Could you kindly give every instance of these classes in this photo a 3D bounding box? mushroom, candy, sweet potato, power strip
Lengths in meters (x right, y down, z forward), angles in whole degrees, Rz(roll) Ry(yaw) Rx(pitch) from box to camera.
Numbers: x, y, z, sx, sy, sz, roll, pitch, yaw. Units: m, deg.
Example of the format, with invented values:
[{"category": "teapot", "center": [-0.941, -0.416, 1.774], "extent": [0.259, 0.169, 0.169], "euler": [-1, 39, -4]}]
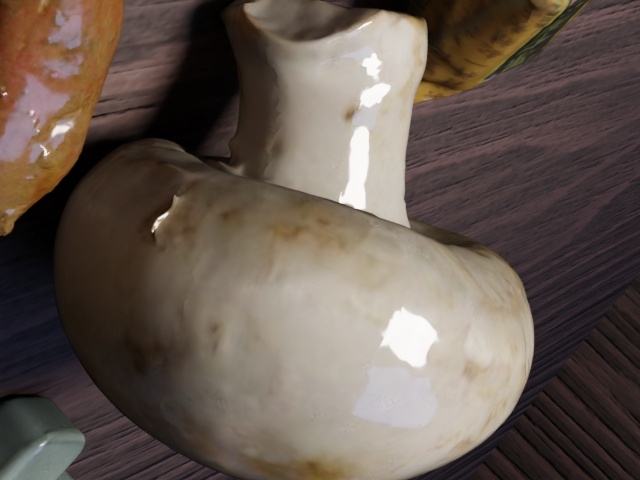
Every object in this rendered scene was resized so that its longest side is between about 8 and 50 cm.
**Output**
[{"category": "mushroom", "center": [0.000, 0.000, 0.873], "extent": [0.297, 0.297, 0.290], "euler": [4, 106, -66]}, {"category": "candy", "center": [0.114, -0.161, 0.922], "extent": [0.143, 0.101, 0.271], "euler": [-35, 172, -19]}, {"category": "sweet potato", "center": [-0.172, -0.042, 0.677], "extent": [0.354, 0.095, 0.106], "euler": [-51, 165, 22]}, {"category": "power strip", "center": [-0.255, 0.196, 1.059], "extent": [0.193, 0.059, 0.265], "euler": [-48, 160, 10]}]
